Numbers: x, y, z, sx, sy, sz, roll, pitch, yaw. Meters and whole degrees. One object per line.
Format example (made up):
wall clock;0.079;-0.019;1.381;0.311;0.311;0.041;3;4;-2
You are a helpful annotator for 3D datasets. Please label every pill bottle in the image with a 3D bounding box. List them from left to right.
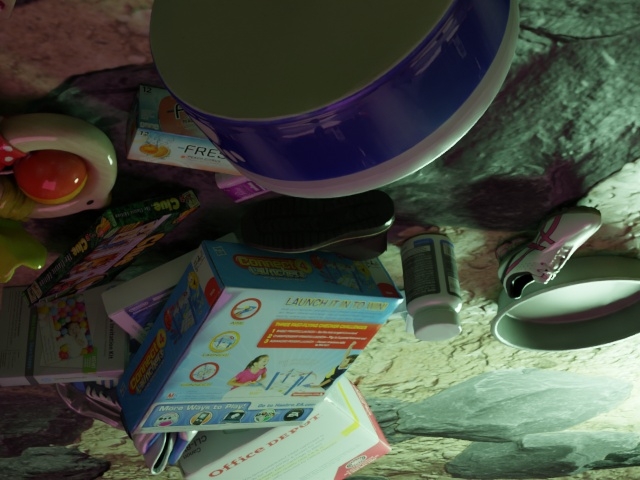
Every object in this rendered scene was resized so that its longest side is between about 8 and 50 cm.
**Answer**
pill bottle;0.157;0.067;1.304;0.078;0.137;0.078;-3;152;-1

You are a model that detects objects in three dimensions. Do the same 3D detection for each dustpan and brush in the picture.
dustpan and brush;0.149;0.108;1.462;0.147;0.060;0.211;-3;152;-2

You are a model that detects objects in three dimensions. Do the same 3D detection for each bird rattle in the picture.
bird rattle;-0.331;-0.087;1.020;0.207;0.143;0.253;-9;141;-14

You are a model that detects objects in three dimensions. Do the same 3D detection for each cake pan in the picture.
cake pan;0.418;0.104;1.497;0.293;0.054;0.293;-3;152;-1

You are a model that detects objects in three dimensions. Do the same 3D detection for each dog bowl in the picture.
dog bowl;0.007;-0.171;0.700;0.265;0.264;0.104;-15;148;20

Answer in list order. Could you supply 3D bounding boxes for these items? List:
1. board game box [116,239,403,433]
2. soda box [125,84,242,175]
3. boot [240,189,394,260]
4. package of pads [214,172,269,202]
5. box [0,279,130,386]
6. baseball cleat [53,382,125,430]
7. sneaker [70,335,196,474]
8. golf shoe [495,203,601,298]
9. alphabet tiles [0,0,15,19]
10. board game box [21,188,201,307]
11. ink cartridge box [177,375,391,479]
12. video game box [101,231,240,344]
board game box;-0.088;0.146;1.320;0.308;0.086;0.302;7;130;-38
soda box;-0.116;-0.115;1.010;0.183;0.058;0.063;7;150;-21
boot;0.000;0.000;1.233;0.198;0.076;0.137;-4;157;2
package of pads;-0.080;-0.078;1.113;0.083;0.032;0.050;-17;147;22
box;-0.374;0.135;1.356;0.186;0.145;0.038;-2;153;-2
baseball cleat;-0.432;0.300;1.742;0.109;0.072;0.206;6;149;49
sneaker;-0.311;0.273;1.527;0.323;0.236;0.130;-25;146;33
golf shoe;0.322;0.017;1.289;0.068;0.085;0.186;14;146;-28
alphabet tiles;-0.402;-0.273;0.725;0.343;0.011;0.285;11;149;-26
board game box;-0.275;0.013;1.201;0.136;0.030;0.260;-22;171;-45
ink cartridge box;-0.072;0.342;1.693;0.279;0.160;0.384;-30;148;5
video game box;-0.182;0.086;1.338;0.205;0.048;0.187;-25;152;3
